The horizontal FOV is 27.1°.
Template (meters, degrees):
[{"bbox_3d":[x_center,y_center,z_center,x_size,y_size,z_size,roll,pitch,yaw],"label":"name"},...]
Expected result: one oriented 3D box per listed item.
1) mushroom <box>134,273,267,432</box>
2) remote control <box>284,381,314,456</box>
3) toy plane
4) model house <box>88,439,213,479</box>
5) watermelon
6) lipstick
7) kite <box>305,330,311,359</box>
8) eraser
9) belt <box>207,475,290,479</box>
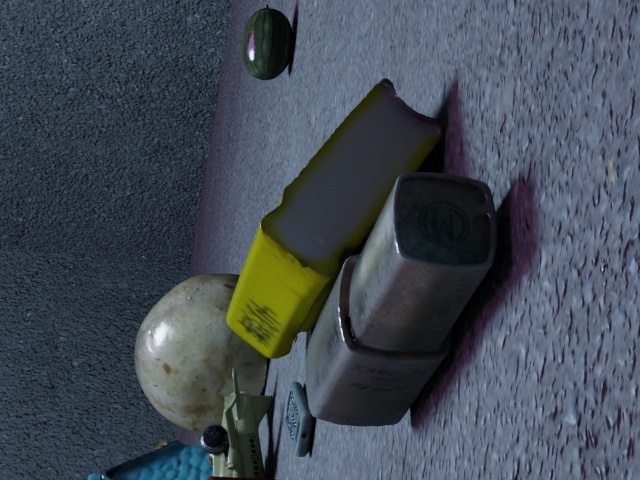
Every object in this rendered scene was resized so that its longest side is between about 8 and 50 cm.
[{"bbox_3d":[-0.176,0.156,1.932,0.195,0.189,0.253,-104,24,-59],"label":"mushroom"},{"bbox_3d":[-0.024,0.194,1.453,0.124,0.018,0.053,-122,39,-76],"label":"remote control"},{"bbox_3d":[-0.108,0.298,1.723,0.229,0.092,0.244,80,-168,-58],"label":"toy plane"},{"bbox_3d":[-0.260,0.431,2.147,0.226,0.241,0.261,-97,15,-47],"label":"model house"},{"bbox_3d":[-0.077,-0.291,1.953,0.078,0.078,0.110,-146,63,-80],"label":"watermelon"},{"bbox_3d":[0.048,0.045,0.864,0.253,0.079,0.077,110,163,-62],"label":"lipstick"},{"bbox_3d":[0.000,0.000,1.434,0.285,0.015,0.152,107,166,-52],"label":"kite"},{"bbox_3d":[0.005,-0.006,1.013,0.158,0.069,0.226,-53,-4,-22],"label":"eraser"},{"bbox_3d":[-0.080,0.391,1.372,0.227,0.115,0.323,-95,13,-55],"label":"belt"}]
